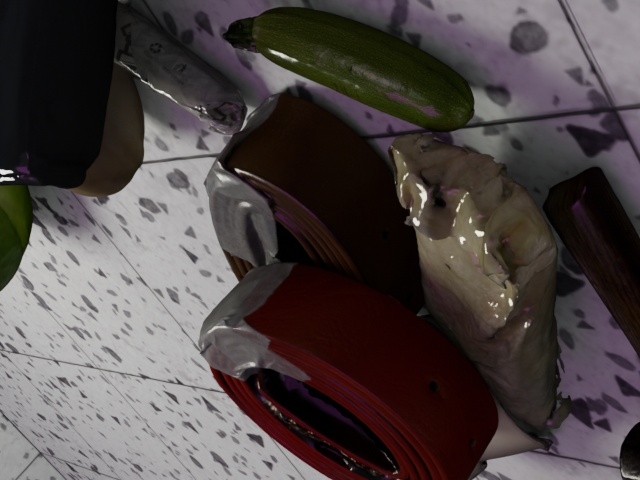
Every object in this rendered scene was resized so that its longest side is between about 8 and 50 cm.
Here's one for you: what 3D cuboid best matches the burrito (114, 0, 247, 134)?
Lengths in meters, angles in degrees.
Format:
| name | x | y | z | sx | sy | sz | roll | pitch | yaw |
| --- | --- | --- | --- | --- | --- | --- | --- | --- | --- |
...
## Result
| name | x | y | z | sx | sy | sz | roll | pitch | yaw |
| --- | --- | --- | --- | --- | --- | --- | --- | --- | --- |
| burrito | -0.163 | -0.185 | 1.149 | 0.203 | 0.064 | 0.064 | 36 | 151 | 8 |

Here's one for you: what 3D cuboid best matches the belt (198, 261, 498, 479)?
| name | x | y | z | sx | sy | sz | roll | pitch | yaw |
| --- | --- | --- | --- | --- | --- | --- | --- | --- | --- |
| belt | 0.024 | 0.146 | 1.101 | 0.324 | 0.115 | 0.227 | 34 | 145 | 7 |

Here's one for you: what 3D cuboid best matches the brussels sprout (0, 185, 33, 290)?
| name | x | y | z | sx | sy | sz | roll | pitch | yaw |
| --- | --- | --- | --- | --- | --- | --- | --- | --- | --- |
| brussels sprout | -0.621 | -0.056 | 1.652 | 0.371 | 0.276 | 0.314 | 34 | 147 | 14 |

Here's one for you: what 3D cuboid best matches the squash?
| name | x | y | z | sx | sy | sz | roll | pitch | yaw |
| --- | --- | --- | --- | --- | --- | --- | --- | --- | --- |
| squash | 0.028 | -0.162 | 0.944 | 0.252 | 0.066 | 0.066 | 27 | 149 | 22 |

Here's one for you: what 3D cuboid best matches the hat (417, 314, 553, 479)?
| name | x | y | z | sx | sy | sz | roll | pitch | yaw |
| --- | --- | --- | --- | --- | --- | --- | --- | --- | --- |
| hat | 0.144 | 0.221 | 1.258 | 0.232 | 0.161 | 0.275 | 45 | 148 | -17 |

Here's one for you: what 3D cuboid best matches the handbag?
| name | x | y | z | sx | sy | sz | roll | pitch | yaw |
| --- | --- | --- | --- | --- | --- | --- | --- | --- | --- |
| handbag | -0.281 | -0.198 | 1.070 | 0.275 | 0.301 | 0.178 | 10 | -177 | 38 |

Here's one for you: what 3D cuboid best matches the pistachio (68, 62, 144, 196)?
| name | x | y | z | sx | sy | sz | roll | pitch | yaw |
| --- | --- | --- | --- | --- | --- | --- | --- | --- | --- |
| pistachio | -0.291 | -0.166 | 1.252 | 0.138 | 0.153 | 0.237 | -10 | 98 | 43 |

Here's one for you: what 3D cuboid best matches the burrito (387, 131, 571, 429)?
| name | x | y | z | sx | sy | sz | roll | pitch | yaw |
| --- | --- | --- | --- | --- | --- | --- | --- | --- | --- |
| burrito | 0.157 | 0.036 | 0.995 | 0.175 | 0.107 | 0.347 | 53 | 173 | 40 |

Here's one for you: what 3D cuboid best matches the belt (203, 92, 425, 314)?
| name | x | y | z | sx | sy | sz | roll | pitch | yaw |
| --- | --- | --- | --- | --- | --- | --- | --- | --- | --- |
| belt | 0.000 | 0.000 | 1.158 | 0.217 | 0.122 | 0.338 | 14 | 144 | 36 |

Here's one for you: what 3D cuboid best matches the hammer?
| name | x | y | z | sx | sy | sz | roll | pitch | yaw |
| --- | --- | --- | --- | --- | --- | --- | --- | --- | --- |
| hammer | 0.316 | 0.109 | 0.963 | 0.409 | 0.095 | 0.242 | 53 | 150 | -18 |
